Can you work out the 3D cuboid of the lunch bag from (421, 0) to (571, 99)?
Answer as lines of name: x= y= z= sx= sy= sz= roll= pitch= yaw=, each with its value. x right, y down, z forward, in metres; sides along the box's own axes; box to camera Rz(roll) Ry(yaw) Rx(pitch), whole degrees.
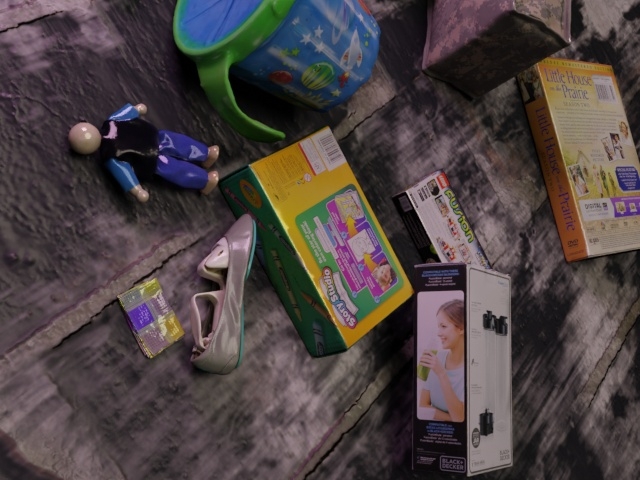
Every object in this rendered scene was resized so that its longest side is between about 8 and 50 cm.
lunch bag: x=0.314 y=-0.439 z=1.365 sx=0.168 sy=0.235 sz=0.287 roll=19 pitch=64 yaw=-28

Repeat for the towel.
towel: x=-0.200 y=0.092 z=0.909 sx=0.060 sy=0.009 sz=0.083 roll=-29 pitch=95 yaw=-41

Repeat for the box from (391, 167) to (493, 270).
box: x=0.207 y=-0.005 z=1.263 sx=0.114 sy=0.036 sz=0.207 roll=-31 pitch=96 yaw=-42

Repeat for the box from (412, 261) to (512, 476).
box: x=0.210 y=0.185 z=1.115 sx=0.169 sy=0.087 sz=0.290 roll=13 pitch=76 yaw=-54

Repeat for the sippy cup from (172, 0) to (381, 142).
sippy cup: x=-0.043 y=-0.296 z=1.044 sx=0.224 sy=0.305 sz=0.240 roll=30 pitch=14 yaw=-41

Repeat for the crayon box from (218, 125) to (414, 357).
crayon box: x=0.000 y=0.000 z=1.058 sx=0.165 sy=0.081 sz=0.279 roll=-33 pitch=98 yaw=-41

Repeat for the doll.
doll: x=-0.215 y=-0.105 z=0.938 sx=0.188 sy=0.046 sz=0.129 roll=14 pitch=66 yaw=-37

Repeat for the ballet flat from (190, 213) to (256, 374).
ballet flat: x=-0.124 y=0.058 z=0.946 sx=0.068 sy=0.072 sz=0.213 roll=15 pitch=65 yaw=-24

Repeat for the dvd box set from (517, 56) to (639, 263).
dvd box set: x=0.568 y=-0.173 z=1.605 sx=0.307 sy=0.062 sz=0.421 roll=-7 pitch=80 yaw=-41
